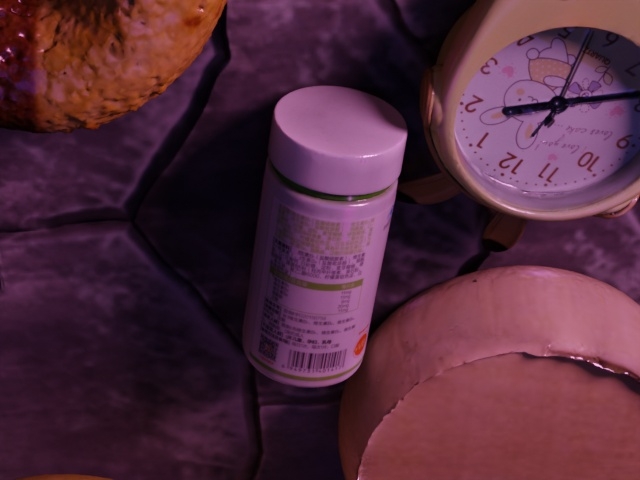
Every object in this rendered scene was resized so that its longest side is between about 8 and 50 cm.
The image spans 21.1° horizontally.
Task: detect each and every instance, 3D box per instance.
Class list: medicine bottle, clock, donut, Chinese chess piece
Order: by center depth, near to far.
[{"bbox_3d":[-0.176,-0.127,0.987,0.295,0.112,0.151,0,123,-2],"label":"donut"},{"bbox_3d":[0.139,-0.083,1.068,0.170,0.069,0.232,26,121,-21],"label":"clock"},{"bbox_3d":[0.000,0.000,1.105,0.086,0.086,0.183,5,125,-8],"label":"medicine bottle"},{"bbox_3d":[0.136,0.135,1.202,0.249,0.103,0.250,-1,126,-2],"label":"Chinese chess piece"}]

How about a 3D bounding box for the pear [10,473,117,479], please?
[{"bbox_3d":[-0.176,0.329,1.181,0.348,0.348,0.348,-2,126,-3],"label":"pear"}]
